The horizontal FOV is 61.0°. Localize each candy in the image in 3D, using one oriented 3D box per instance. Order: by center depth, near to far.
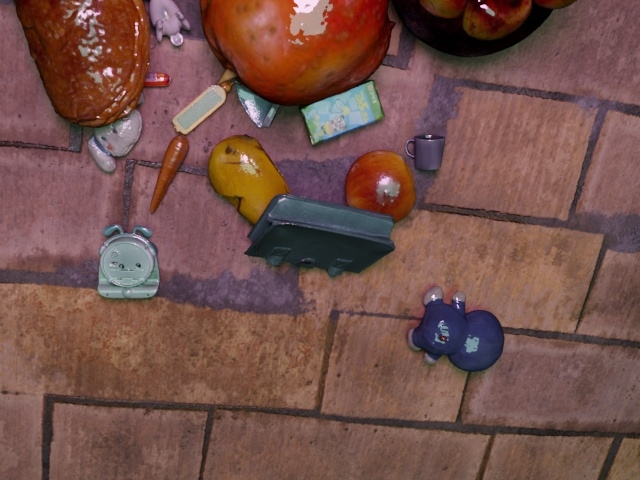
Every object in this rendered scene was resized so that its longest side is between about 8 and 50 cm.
[{"bbox_3d":[0.051,-0.314,1.329,0.194,0.062,0.097,-21,108,-1],"label":"candy"}]

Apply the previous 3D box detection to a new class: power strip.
[{"bbox_3d":[-0.278,-0.321,1.294,0.178,0.028,0.049,-39,108,5],"label":"power strip"}]

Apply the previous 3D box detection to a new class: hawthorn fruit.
[{"bbox_3d":[-0.064,-0.446,1.096,0.402,0.403,0.403,-2,107,-8],"label":"hawthorn fruit"}]

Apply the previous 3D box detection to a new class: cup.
[{"bbox_3d":[0.265,-0.228,1.389,0.100,0.078,0.077,11,113,24],"label":"cup"}]

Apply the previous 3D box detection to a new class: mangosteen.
[{"bbox_3d":[0.336,-0.568,1.098,0.382,0.435,0.382,-2,104,-9],"label":"mangosteen"}]

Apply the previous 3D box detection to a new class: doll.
[{"bbox_3d":[-0.392,-0.605,1.160,0.188,0.099,0.384,-26,105,-7],"label":"doll"},{"bbox_3d":[-0.473,-0.260,1.263,0.103,0.071,0.214,32,109,-4],"label":"doll"},{"bbox_3d":[0.392,0.263,1.526,0.258,0.154,0.228,19,100,-21],"label":"doll"}]

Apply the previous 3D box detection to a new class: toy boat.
[{"bbox_3d":[-0.161,-0.335,1.312,0.122,0.034,0.096,27,101,-7],"label":"toy boat"}]

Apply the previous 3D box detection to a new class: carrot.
[{"bbox_3d":[-0.375,-0.157,1.325,0.048,0.048,0.216,24,106,-15],"label":"carrot"}]

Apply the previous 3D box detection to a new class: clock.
[{"bbox_3d":[-0.484,0.052,1.362,0.148,0.060,0.189,-1,106,-8],"label":"clock"}]

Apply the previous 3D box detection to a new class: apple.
[{"bbox_3d":[0.149,-0.127,1.366,0.173,0.160,0.195,-16,104,19],"label":"apple"}]

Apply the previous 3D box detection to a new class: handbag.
[{"bbox_3d":[0.000,0.000,1.322,0.326,0.238,0.089,9,62,-21],"label":"handbag"}]

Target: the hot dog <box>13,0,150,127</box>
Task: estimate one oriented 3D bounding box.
[{"bbox_3d":[-0.495,-0.429,1.118,0.266,0.174,0.388,5,122,19],"label":"hot dog"}]

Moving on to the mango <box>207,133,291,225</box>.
[{"bbox_3d":[-0.164,-0.134,1.318,0.167,0.130,0.262,-31,116,18],"label":"mango"}]

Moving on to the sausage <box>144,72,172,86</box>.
[{"bbox_3d":[-0.408,-0.372,1.257,0.129,0.034,0.034,-4,107,-8],"label":"sausage"}]
